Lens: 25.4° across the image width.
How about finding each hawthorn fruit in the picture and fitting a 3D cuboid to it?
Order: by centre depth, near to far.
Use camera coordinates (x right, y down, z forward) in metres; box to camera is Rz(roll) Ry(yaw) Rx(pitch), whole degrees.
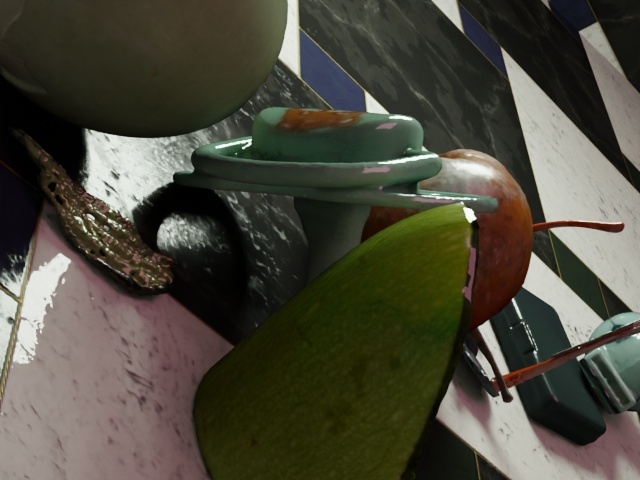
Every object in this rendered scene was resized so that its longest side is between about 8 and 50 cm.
[{"bbox_3d":[0.126,0.009,1.669,0.231,0.263,0.235,6,30,-16],"label":"hawthorn fruit"}]

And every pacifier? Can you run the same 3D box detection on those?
[{"bbox_3d":[0.000,0.000,1.418,0.288,0.343,0.269,2,91,-54],"label":"pacifier"}]

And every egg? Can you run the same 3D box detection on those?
[{"bbox_3d":[-0.194,-0.245,1.305,0.336,0.278,0.278,34,29,-49],"label":"egg"}]

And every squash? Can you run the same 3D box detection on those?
[{"bbox_3d":[0.059,0.109,1.246,0.210,0.309,0.233,44,24,-23],"label":"squash"}]

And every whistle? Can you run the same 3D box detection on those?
[{"bbox_3d":[0.468,0.181,2.110,0.163,0.163,0.290,57,3,9],"label":"whistle"}]

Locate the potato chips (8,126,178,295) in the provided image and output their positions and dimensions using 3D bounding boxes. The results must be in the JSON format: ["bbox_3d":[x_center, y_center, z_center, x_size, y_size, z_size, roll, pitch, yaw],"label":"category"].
[{"bbox_3d":[-0.207,-0.020,1.281,0.207,0.028,0.092,45,22,-23],"label":"potato chips"}]

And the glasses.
[{"bbox_3d":[0.281,0.060,1.817,0.118,0.268,0.234,58,12,-45],"label":"glasses"}]

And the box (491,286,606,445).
[{"bbox_3d":[0.313,0.168,1.986,0.160,0.050,0.230,31,32,-44],"label":"box"}]
